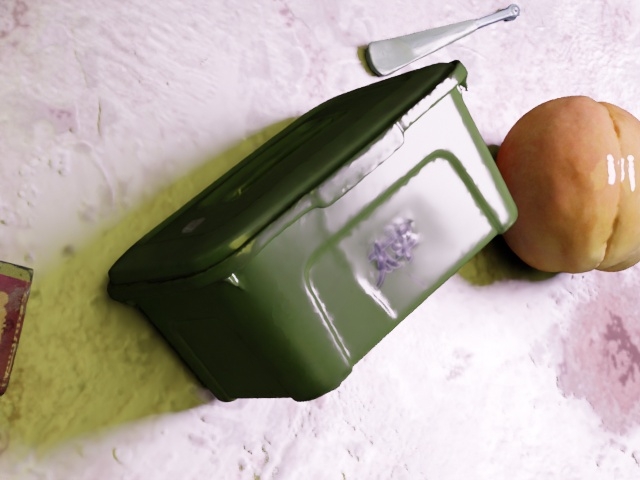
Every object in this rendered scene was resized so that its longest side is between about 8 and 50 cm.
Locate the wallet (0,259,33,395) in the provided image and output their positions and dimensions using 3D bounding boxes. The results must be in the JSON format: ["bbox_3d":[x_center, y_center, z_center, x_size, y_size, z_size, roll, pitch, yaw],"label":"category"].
[{"bbox_3d":[-0.369,0.052,1.357,0.232,0.025,0.119,15,71,-18],"label":"wallet"}]

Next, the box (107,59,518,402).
[{"bbox_3d":[0.000,0.000,1.418,0.328,0.252,0.178,-38,105,-27],"label":"box"}]

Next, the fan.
[{"bbox_3d":[0.130,-0.211,1.652,0.193,0.016,0.038,-21,87,-26],"label":"fan"}]

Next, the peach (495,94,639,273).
[{"bbox_3d":[0.258,-0.055,1.578,0.184,0.184,0.184,6,73,-22],"label":"peach"}]
